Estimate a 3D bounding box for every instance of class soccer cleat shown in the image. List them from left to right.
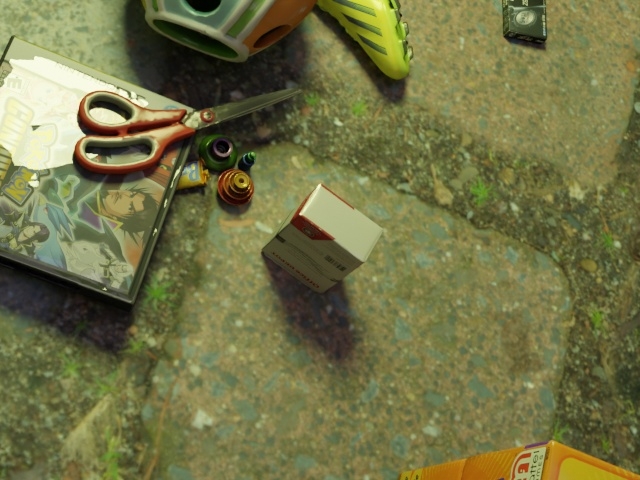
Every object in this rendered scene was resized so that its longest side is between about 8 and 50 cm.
[{"bbox_3d":[0.033,-0.344,1.489,0.121,0.093,0.289,-26,94,11],"label":"soccer cleat"}]

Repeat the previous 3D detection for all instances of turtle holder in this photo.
[{"bbox_3d":[-0.144,-0.363,1.327,0.320,0.243,0.227,22,86,-22],"label":"turtle holder"}]

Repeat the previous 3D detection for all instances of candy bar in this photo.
[{"bbox_3d":[-0.214,-0.074,1.328,0.161,0.018,0.040,-11,78,-24],"label":"candy bar"}]

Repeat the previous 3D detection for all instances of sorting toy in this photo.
[{"bbox_3d":[-0.110,-0.096,1.363,0.061,0.042,0.102,-22,83,-26],"label":"sorting toy"}]

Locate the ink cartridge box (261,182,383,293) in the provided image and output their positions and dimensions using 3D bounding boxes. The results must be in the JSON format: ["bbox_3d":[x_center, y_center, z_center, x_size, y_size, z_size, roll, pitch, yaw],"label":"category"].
[{"bbox_3d":[0.000,0.000,1.326,0.099,0.135,0.056,36,61,-8],"label":"ink cartridge box"}]

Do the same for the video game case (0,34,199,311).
[{"bbox_3d":[-0.295,-0.083,1.270,0.248,0.035,0.275,21,62,-11],"label":"video game case"}]

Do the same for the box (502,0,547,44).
[{"bbox_3d":[0.307,-0.341,1.622,0.067,0.018,0.083,9,71,-20],"label":"box"}]

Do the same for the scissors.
[{"bbox_3d":[-0.154,-0.136,1.316,0.297,0.021,0.109,-4,68,-23],"label":"scissors"}]

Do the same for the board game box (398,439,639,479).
[{"bbox_3d":[0.269,0.460,1.165,0.356,0.356,0.356,23,67,-14],"label":"board game box"}]
